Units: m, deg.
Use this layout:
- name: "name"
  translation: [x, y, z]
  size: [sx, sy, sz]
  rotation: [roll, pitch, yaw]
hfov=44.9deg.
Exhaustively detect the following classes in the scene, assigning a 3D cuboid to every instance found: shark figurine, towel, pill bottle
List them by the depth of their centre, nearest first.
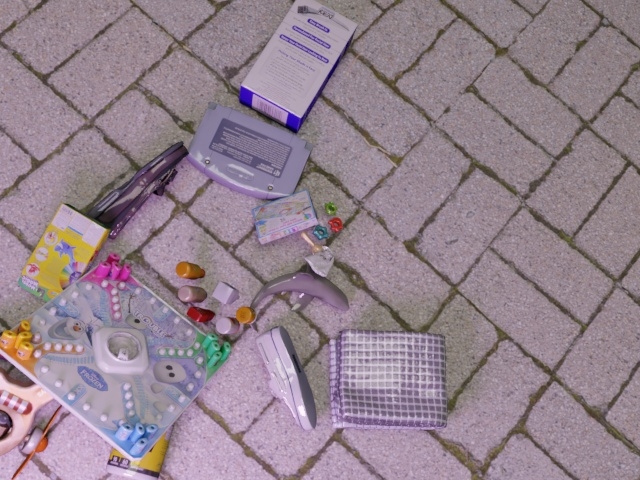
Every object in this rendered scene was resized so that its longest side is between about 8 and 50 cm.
- name: "pill bottle"
  translation: [-0.397, 0.431, 1.751]
  size: [0.119, 0.119, 0.209]
  rotation: [15, 71, -5]
- name: "towel"
  translation: [0.165, 0.336, 1.878]
  size: [0.283, 0.121, 0.235]
  rotation: [4, 72, -9]
- name: "shark figurine"
  translation: [-0.073, 0.115, 1.910]
  size: [0.278, 0.116, 0.166]
  rotation: [-11, 74, -15]

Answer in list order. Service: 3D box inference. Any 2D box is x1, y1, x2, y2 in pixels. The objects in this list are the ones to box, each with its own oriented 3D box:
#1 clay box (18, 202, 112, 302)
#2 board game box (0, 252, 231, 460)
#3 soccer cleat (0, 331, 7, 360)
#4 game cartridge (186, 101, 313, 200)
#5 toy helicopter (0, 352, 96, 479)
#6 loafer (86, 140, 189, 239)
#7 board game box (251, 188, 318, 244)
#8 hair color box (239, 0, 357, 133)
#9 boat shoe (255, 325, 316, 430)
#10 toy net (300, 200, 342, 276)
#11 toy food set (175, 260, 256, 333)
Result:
- name: "clay box"
  translation: [-0.609, 0.038, 1.845]
  size: [0.127, 0.053, 0.222]
  rotation: [31, 91, 1]
- name: "board game box"
  translation: [-0.438, 0.236, 1.729]
  size: [0.390, 0.050, 0.390]
  rotation: [38, 37, 3]
- name: "soccer cleat"
  translation: [-0.627, 0.261, 1.775]
  size: [0.318, 0.108, 0.117]
  rotation: [0, 84, -10]
- name: "game cartridge"
  translation: [-0.188, -0.222, 2.024]
  size: [0.297, 0.062, 0.198]
  rotation: [23, 75, -2]
- name: "toy helicopter"
  translation: [-0.639, 0.367, 1.711]
  size: [0.355, 0.140, 0.235]
  rotation: [-29, 104, -4]
- name: "loafer"
  translation: [-0.440, -0.125, 1.935]
  size: [0.302, 0.109, 0.095]
  rotation: [-41, 102, -12]
- name: "board game box"
  translation: [-0.090, -0.061, 1.959]
  size: [0.154, 0.026, 0.104]
  rotation: [-20, 52, 5]
- name: "hair color box"
  translation: [-0.059, -0.481, 2.097]
  size: [0.185, 0.110, 0.339]
  rotation: [29, 72, 1]
- name: "boat shoe"
  translation: [-0.084, 0.337, 1.861]
  size: [0.084, 0.095, 0.258]
  rotation: [-24, 74, 13]
- name: "toy net"
  translation: [0.000, 0.000, 1.964]
  size: [0.122, 0.045, 0.232]
  rotation: [5, 55, -22]
- name: "toy food set"
  translation: [-0.248, 0.147, 1.853]
  size: [0.232, 0.104, 0.111]
  rotation: [29, 92, 19]
